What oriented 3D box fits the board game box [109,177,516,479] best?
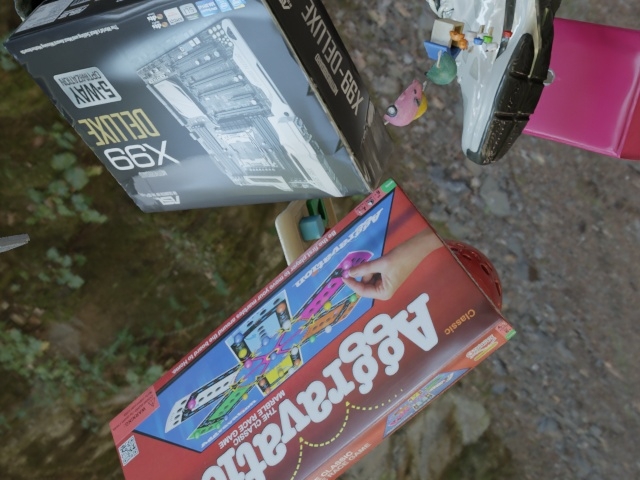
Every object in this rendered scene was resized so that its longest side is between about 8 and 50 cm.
[{"bbox_3d":[-0.021,0.096,0.538,0.027,0.281,0.145,38,-166,-47],"label":"board game box"}]

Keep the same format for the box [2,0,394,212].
[{"bbox_3d":[-0.115,-0.142,0.773,0.307,0.076,0.242,-2,137,33],"label":"box"}]

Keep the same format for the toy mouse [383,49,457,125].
[{"bbox_3d":[0.125,-0.181,0.971,0.031,0.161,0.143,44,150,2],"label":"toy mouse"}]

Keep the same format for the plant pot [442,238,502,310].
[{"bbox_3d":[0.192,0.105,1.280,0.191,0.191,0.174,42,-162,3],"label":"plant pot"}]

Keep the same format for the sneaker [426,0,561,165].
[{"bbox_3d":[0.280,-0.377,1.459,0.257,0.448,0.169,22,-163,33],"label":"sneaker"}]

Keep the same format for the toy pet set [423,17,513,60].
[{"bbox_3d":[0.220,-0.299,1.244,0.114,0.122,0.065,26,121,29],"label":"toy pet set"}]

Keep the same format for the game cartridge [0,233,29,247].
[{"bbox_3d":[-0.455,0.008,1.126,0.083,0.056,0.017,-14,93,39],"label":"game cartridge"}]

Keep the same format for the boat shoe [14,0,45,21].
[{"bbox_3d":[-0.342,-0.310,1.006,0.114,0.091,0.302,55,158,-2],"label":"boat shoe"}]

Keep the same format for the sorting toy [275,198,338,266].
[{"bbox_3d":[0.000,0.000,1.364,0.047,0.196,0.348,-7,113,24],"label":"sorting toy"}]

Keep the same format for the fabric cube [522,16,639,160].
[{"bbox_3d":[0.600,-0.319,1.714,0.258,0.254,0.259,24,-163,38],"label":"fabric cube"}]
